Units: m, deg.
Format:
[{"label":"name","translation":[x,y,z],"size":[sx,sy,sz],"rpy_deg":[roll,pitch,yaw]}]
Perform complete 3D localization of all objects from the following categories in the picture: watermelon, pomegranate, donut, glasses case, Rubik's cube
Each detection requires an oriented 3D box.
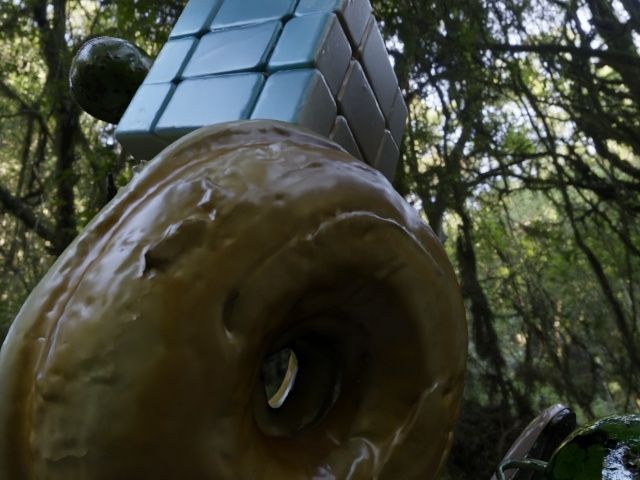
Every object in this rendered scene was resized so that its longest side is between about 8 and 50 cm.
[{"label":"watermelon","translation":[0.208,0.180,0.373],"size":[0.141,0.140,0.187],"rpy_deg":[18,-2,-36]},{"label":"pomegranate","translation":[-0.480,-0.405,1.376],"size":[0.286,0.230,0.231],"rpy_deg":[-10,-28,30]},{"label":"donut","translation":[-0.039,0.113,0.493],"size":[0.449,0.448,0.198],"rpy_deg":[18,-12,-36]},{"label":"glasses case","translation":[0.355,0.424,0.984],"size":[0.122,0.075,0.314],"rpy_deg":[8,-69,-49]},{"label":"Rubik's cube","translation":[-0.068,-0.191,0.907],"size":[0.322,0.315,0.318],"rpy_deg":[4,-30,28]}]

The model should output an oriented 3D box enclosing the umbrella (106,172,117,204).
[{"label":"umbrella","translation":[-0.352,-0.031,0.978],"size":[0.044,0.044,0.269],"rpy_deg":[-8,-33,-23]}]
